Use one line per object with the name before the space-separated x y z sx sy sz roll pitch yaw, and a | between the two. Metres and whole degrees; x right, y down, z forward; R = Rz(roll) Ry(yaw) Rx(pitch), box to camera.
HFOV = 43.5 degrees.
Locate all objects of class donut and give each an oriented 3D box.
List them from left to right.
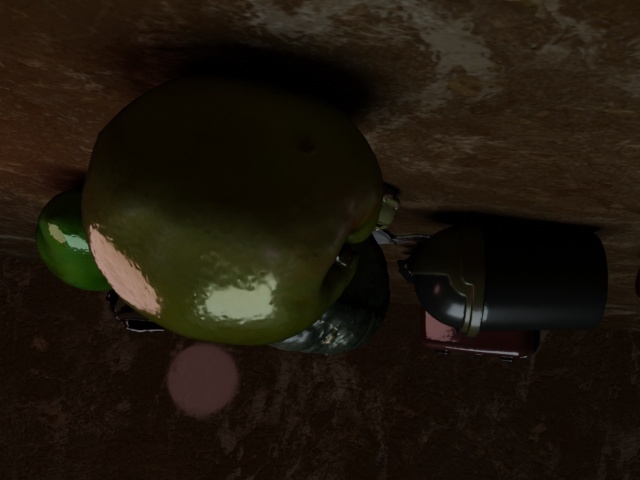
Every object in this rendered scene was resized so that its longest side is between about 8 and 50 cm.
donut | 0.045 -0.055 1.317 0.174 0.068 0.174 6 172 1

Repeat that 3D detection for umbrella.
umbrella | 0.236 0.057 1.855 0.118 0.118 0.340 8 178 -5

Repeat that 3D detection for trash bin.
trash bin | 0.331 0.072 1.466 0.333 0.214 0.214 3 172 0

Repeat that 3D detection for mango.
mango | -0.464 -0.007 1.612 0.225 0.201 0.382 17 169 2

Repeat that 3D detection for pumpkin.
pumpkin | -0.032 0.068 1.463 0.327 0.292 0.257 -1 159 -38

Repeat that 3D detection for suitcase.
suitcase | 0.408 0.177 2.049 0.297 0.236 0.161 2 -178 31

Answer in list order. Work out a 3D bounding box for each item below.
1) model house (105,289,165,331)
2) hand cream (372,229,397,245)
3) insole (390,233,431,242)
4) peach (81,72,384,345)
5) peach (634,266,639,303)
model house | -0.366 0.097 1.989 0.297 0.317 0.282 23 163 -18
hand cream | 0.000 0.000 1.789 0.335 0.076 0.121 -4 167 26
insole | 0.179 -0.003 1.781 0.065 0.004 0.197 13 170 -35
peach | -0.098 -0.032 0.867 0.315 0.282 0.314 14 178 5
peach | 0.759 0.109 1.602 0.267 0.159 0.154 6 178 -8
